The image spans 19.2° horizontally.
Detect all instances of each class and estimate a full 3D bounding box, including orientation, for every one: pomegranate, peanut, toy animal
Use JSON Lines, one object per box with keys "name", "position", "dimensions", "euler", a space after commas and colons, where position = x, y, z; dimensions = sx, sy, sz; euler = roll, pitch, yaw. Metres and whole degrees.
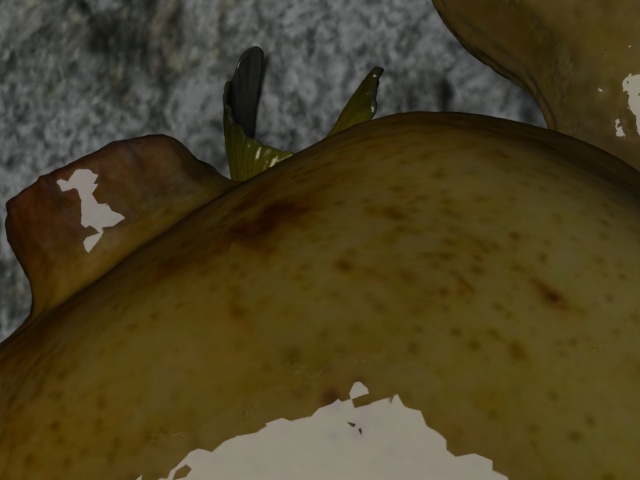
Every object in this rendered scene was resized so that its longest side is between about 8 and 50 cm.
{"name": "pomegranate", "position": [0.020, 0.130, 0.679], "dimensions": [0.417, 0.417, 0.416], "euler": [-7, 73, 24]}
{"name": "peanut", "position": [0.119, -0.108, 0.873], "dimensions": [0.117, 0.101, 0.263], "euler": [-32, 59, -13]}
{"name": "toy animal", "position": [0.000, 0.000, 0.909], "dimensions": [0.095, 0.219, 0.155], "euler": [-12, 108, 6]}
